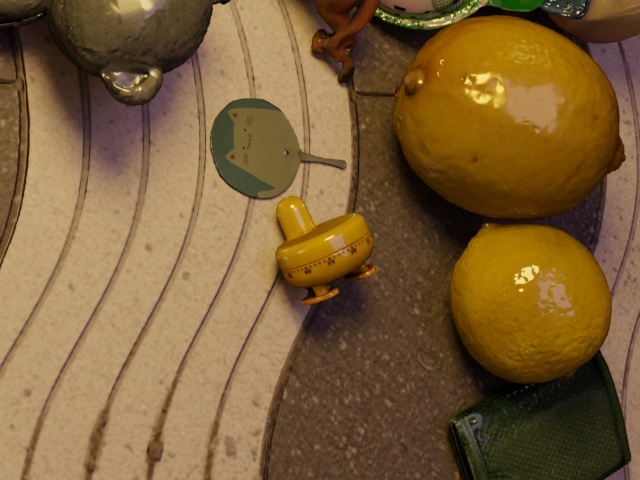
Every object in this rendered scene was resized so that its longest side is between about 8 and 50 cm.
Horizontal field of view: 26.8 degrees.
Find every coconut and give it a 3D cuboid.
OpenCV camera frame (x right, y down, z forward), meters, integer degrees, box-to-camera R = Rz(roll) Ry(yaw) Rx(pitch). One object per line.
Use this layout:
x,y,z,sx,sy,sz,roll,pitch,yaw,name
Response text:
0.336,-0.353,1.655,0.236,0.197,0.237,5,81,-33,coconut

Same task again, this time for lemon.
0.212,-0.137,1.526,0.263,0.236,0.236,46,58,-28,lemon
0.237,0.067,1.529,0.178,0.178,0.203,-31,95,-34,lemon

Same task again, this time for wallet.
0.259,0.237,1.583,0.236,0.055,0.160,-22,96,-28,wallet

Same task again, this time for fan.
-0.044,-0.097,1.482,0.175,0.005,0.113,9,75,-32,fan

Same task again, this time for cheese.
0.162,-0.337,1.555,0.320,0.083,0.204,14,95,5,cheese

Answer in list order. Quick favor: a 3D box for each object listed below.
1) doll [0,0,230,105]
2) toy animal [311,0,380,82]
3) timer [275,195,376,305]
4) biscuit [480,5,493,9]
-0.246,-0.282,1.326,0.340,0.158,0.246,35,65,10,doll
-0.025,-0.322,1.454,0.312,0.157,0.097,42,61,-18,toy animal
0.000,0.000,1.431,0.107,0.107,0.109,-30,100,-34,timer
0.258,-0.380,1.738,0.203,0.016,0.144,-17,90,-35,biscuit
